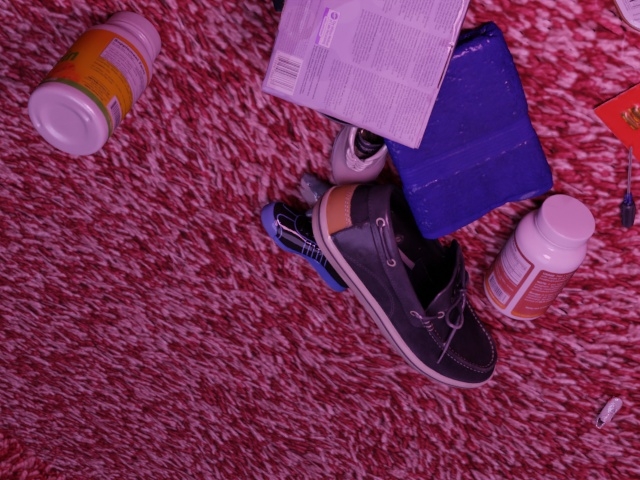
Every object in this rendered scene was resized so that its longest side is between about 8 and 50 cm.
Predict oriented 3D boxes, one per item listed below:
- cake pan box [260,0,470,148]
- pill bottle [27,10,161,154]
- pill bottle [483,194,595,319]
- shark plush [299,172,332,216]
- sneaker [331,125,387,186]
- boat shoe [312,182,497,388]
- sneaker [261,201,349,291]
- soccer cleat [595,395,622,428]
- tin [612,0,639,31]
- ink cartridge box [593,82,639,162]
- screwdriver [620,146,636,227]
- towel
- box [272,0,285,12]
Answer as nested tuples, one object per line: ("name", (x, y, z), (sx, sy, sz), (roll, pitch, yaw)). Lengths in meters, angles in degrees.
("cake pan box", (0.066, -0.284, 1.735), (0.245, 0.070, 0.267), (21, 112, 9))
("pill bottle", (-0.356, -0.263, 2.004), (0.136, 0.246, 0.136), (15, 138, 14))
("pill bottle", (0.359, 0.026, 2.015), (0.121, 0.121, 0.216), (27, 139, 1))
("shark plush", (0.038, -0.065, 2.149), (0.161, 0.073, 0.067), (20, 109, 16))
("sneaker", (0.067, -0.156, 2.005), (0.094, 0.091, 0.258), (25, 139, 3))
("boat shoe", (0.181, 0.083, 2.111), (0.156, 0.187, 0.500), (-19, 127, 32))
("sneaker", (0.000, 0.000, 2.221), (0.232, 0.081, 0.090), (40, 136, -25))
("soccer cleat", (0.534, 0.318, 2.290), (0.029, 0.036, 0.083), (28, 140, -1))
("tin", (0.428, -0.357, 1.647), (0.106, 0.040, 0.190), (-10, 128, 40))
("ink cartridge box", (0.616, -0.140, 1.730), (0.308, 0.091, 0.385), (44, 136, -18))
("screwdriver", (0.478, -0.085, 1.913), (0.024, 0.025, 0.170), (9, 135, 20))
("towel", (0.211, -0.165, 1.894), (0.227, 0.076, 0.308), (-23, 125, 4))
("box", (0.019, -0.415, 1.794), (0.220, 0.051, 0.175), (5, 134, 24))
